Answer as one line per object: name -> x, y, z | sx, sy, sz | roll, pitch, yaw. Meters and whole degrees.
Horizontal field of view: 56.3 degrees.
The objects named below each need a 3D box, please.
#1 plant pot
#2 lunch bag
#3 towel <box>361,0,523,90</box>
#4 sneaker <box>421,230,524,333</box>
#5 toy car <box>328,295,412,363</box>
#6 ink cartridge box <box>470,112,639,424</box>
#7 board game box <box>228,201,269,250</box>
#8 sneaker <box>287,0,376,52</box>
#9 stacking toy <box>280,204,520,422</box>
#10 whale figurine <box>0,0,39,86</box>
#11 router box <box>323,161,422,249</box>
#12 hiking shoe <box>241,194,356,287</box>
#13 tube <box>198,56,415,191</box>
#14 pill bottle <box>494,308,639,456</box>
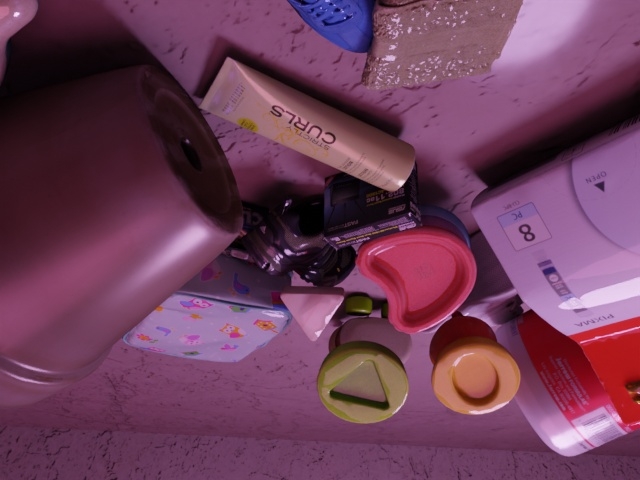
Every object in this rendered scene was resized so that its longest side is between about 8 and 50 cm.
plant pot -> -0.244, -0.029, 0.617 | 0.280, 0.323, 0.323 | -24, 146, 10
lunch bag -> -0.181, 0.095, 0.912 | 0.223, 0.108, 0.279 | 17, 146, -24
towel -> 0.110, -0.186, 0.538 | 0.148, 0.027, 0.110 | -14, 153, -12
sneaker -> 0.293, 0.061, 0.968 | 0.169, 0.108, 0.292 | 2, 151, -33
toy car -> 0.077, 0.210, 1.180 | 0.148, 0.155, 0.188 | 11, 159, -19
ink cartridge box -> 0.403, 0.051, 0.692 | 0.308, 0.385, 0.091 | -28, -176, 40
board game box -> -0.201, 0.005, 0.903 | 0.165, 0.042, 0.243 | 14, 148, -24
sneaker -> -0.009, -0.206, 0.480 | 0.069, 0.082, 0.209 | -18, 148, 26
stacking toy -> 0.112, 0.109, 0.864 | 0.279, 0.130, 0.309 | -17, 111, 13
whale figurine -> -0.322, -0.216, 0.445 | 0.216, 0.141, 0.272 | 10, 125, -17
router box -> 0.063, -0.049, 0.752 | 0.122, 0.092, 0.038 | -17, 147, 27
hiking shoe -> 0.000, 0.000, 0.843 | 0.114, 0.086, 0.226 | -47, 151, 21
tube -> -0.009, -0.122, 0.660 | 0.240, 0.062, 0.070 | 21, 109, -22
pill bottle -> 0.492, 0.141, 0.902 | 0.407, 0.229, 0.229 | -35, 139, 21
